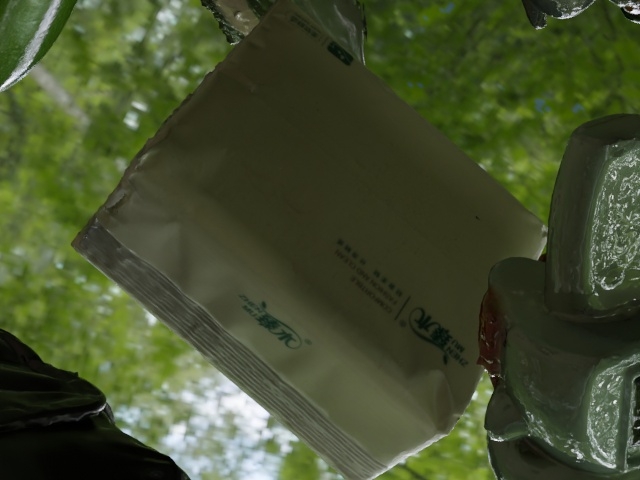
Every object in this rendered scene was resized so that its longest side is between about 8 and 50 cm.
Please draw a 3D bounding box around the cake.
[{"bbox_3d":[-0.063,-0.265,1.569,0.158,0.172,0.283,2,-72,46],"label":"cake"}]

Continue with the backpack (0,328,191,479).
[{"bbox_3d":[-0.289,0.238,1.208,0.446,0.363,0.254,18,-72,42],"label":"backpack"}]

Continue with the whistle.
[{"bbox_3d":[0.124,0.058,0.646,0.106,0.102,0.253,19,-50,30],"label":"whistle"}]

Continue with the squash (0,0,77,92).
[{"bbox_3d":[-0.167,-0.179,0.803,0.292,0.082,0.082,-53,-133,51],"label":"squash"}]

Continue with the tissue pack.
[{"bbox_3d":[0.000,0.000,1.349,0.207,0.380,0.297,-40,-167,50],"label":"tissue pack"}]

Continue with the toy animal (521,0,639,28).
[{"bbox_3d":[0.258,-0.242,1.046,0.251,0.127,0.125,-11,-121,41],"label":"toy animal"}]
